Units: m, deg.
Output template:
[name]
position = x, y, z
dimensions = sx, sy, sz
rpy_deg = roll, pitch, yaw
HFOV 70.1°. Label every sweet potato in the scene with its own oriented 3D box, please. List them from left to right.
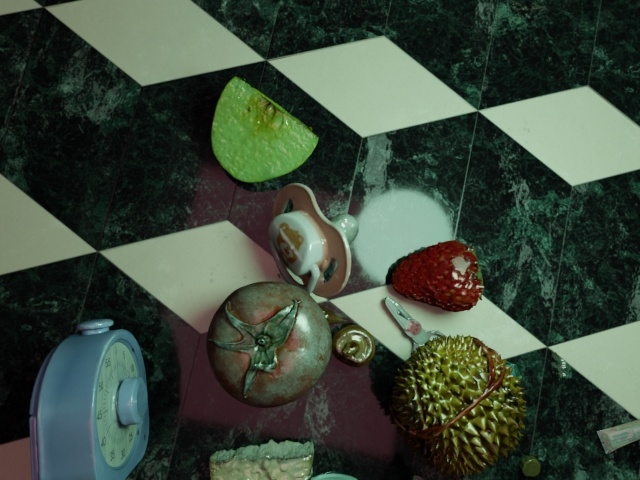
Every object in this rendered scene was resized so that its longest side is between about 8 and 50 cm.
[sweet potato]
position = 0.020, 0.216, 1.295
dimensions = 0.117, 0.049, 0.049
rpy_deg = 15, 84, -9

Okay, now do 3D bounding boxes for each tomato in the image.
[tomato]
position = -0.129, 0.259, 1.159
dimensions = 0.317, 0.282, 0.316
rpy_deg = -1, 81, 3

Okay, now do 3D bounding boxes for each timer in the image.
[timer]
position = -0.512, 0.375, 1.080
dimensions = 0.174, 0.395, 0.394
rpy_deg = -5, 85, -4

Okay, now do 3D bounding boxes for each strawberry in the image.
[strawberry]
position = 0.323, 0.103, 1.279
dimensions = 0.245, 0.205, 0.205
rpy_deg = -8, 85, 17

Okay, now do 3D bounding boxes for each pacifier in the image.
[pacifier]
position = -0.016, -0.005, 1.227
dimensions = 0.273, 0.220, 0.332
rpy_deg = -34, 65, -7

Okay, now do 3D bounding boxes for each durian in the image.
[durian]
position = 0.343, 0.414, 1.171
dimensions = 0.348, 0.347, 0.384
rpy_deg = -38, 130, -7

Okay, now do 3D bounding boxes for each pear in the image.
[pear]
position = -0.175, -0.280, 1.290
dimensions = 0.288, 0.139, 0.239
rpy_deg = 36, 98, -4

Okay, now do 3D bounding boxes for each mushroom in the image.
[mushroom]
position = 0.090, 0.296, 1.275
dimensions = 0.126, 0.085, 0.109
rpy_deg = 38, 48, 2

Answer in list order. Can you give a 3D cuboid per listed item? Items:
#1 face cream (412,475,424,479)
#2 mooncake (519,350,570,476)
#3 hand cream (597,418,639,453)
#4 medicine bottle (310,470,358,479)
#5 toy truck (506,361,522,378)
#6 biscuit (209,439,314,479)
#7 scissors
[face cream]
position = 0.236, 0.791, 1.242
dimensions = 0.073, 0.073, 0.283
rpy_deg = 16, 84, -3
[mooncake]
position = 0.644, 0.499, 1.308
dimensions = 0.150, 0.057, 0.346
rpy_deg = 38, 80, -12
[hand cream]
position = 0.919, 0.557, 1.334
dimensions = 0.210, 0.043, 0.067
rpy_deg = -19, 84, 0
[medicine bottle]
position = 0.036, 0.793, 1.185
dimensions = 0.158, 0.158, 0.317
rpy_deg = 0, 85, -4
[toy truck]
position = 0.532, 0.434, 1.301
dimensions = 0.082, 0.067, 0.175
rpy_deg = -10, 85, -6
[biscuit]
position = -0.149, 0.640, 1.223
dimensions = 0.282, 0.084, 0.179
rpy_deg = -7, 85, -5
[scissors]
position = 0.265, 0.256, 1.316
dimensions = 0.118, 0.030, 0.242
rpy_deg = -43, 93, -7
